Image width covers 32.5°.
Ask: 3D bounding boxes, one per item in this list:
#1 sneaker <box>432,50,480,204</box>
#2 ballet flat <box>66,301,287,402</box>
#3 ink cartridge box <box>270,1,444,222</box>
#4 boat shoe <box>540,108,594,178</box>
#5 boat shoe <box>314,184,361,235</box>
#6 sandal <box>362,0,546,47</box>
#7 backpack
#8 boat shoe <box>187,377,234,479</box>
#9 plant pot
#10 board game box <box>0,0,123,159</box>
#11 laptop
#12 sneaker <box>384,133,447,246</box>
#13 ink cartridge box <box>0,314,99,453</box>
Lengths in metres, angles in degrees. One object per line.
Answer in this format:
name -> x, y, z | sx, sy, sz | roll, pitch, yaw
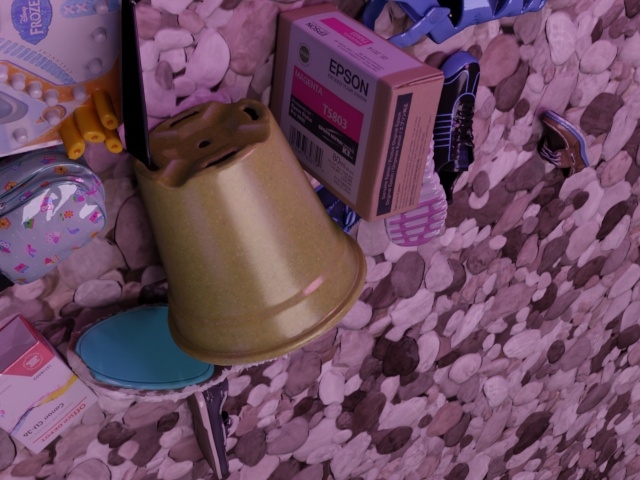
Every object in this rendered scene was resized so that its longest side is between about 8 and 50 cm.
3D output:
sneaker -> 0.202, -0.164, 1.651 | 0.081, 0.090, 0.232 | -7, 126, -38
ballet flat -> -0.173, 0.158, 1.554 | 0.409, 0.147, 0.147 | -11, 128, -36
ink cartridge box -> 0.036, -0.166, 1.388 | 0.088, 0.235, 0.193 | -18, 131, -32
boat shoe -> 0.413, -0.156, 1.865 | 0.066, 0.066, 0.183 | -49, 140, 3
boat shoe -> 0.000, 0.000, 1.597 | 0.258, 0.089, 0.109 | -42, 138, -16
sandal -> 0.170, -0.328, 1.479 | 0.317, 0.126, 0.138 | -5, 128, -29
backpack -> -0.334, -0.030, 1.254 | 0.182, 0.115, 0.152 | -35, 144, -3
boat shoe -> -0.158, 0.292, 1.711 | 0.065, 0.075, 0.206 | -24, 130, -21
plant pot -> -0.107, -0.028, 1.380 | 0.276, 0.276, 0.254 | -33, 127, -17
board game box -> -0.371, -0.182, 1.024 | 0.390, 0.050, 0.390 | -15, 148, -19
laptop -> -0.141, -0.224, 1.162 | 0.264, 0.234, 0.136 | -43, 107, -6
sneaker -> 0.127, -0.101, 1.622 | 0.095, 0.104, 0.236 | -12, 125, -3
ink cartridge box -> -0.375, 0.202, 1.448 | 0.115, 0.067, 0.198 | -42, 140, -8
